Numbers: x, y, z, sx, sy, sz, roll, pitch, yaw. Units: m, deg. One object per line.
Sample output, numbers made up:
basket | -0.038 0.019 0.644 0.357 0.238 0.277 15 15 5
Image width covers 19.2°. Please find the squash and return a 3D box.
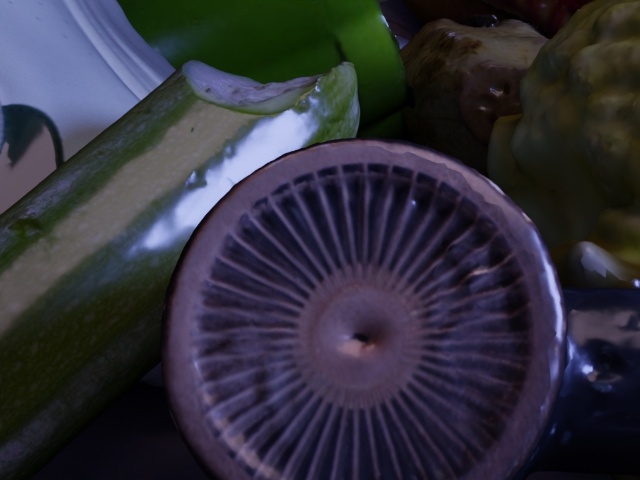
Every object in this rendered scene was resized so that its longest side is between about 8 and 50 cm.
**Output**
squash | -0.069 0.012 0.573 0.069 0.069 0.239 30 55 27

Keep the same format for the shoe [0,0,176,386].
shoe | -0.157 -0.067 0.743 0.160 0.131 0.363 3 33 -39

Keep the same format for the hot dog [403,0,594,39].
hot dog | 0.231 -0.175 1.265 0.405 0.185 0.223 22 19 7

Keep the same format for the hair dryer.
hair dryer | 0.140 0.048 0.550 0.352 0.107 0.189 2 -12 4

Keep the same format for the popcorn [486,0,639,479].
popcorn | 0.191 0.003 0.736 0.270 0.224 0.258 5 29 -20

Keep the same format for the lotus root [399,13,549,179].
lotus root | 0.085 -0.065 0.961 0.110 0.097 0.258 9 8 1

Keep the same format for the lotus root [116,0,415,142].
lotus root | -0.069 -0.092 0.873 0.186 0.186 0.186 17 21 -6

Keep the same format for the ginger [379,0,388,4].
ginger | -0.093 -0.173 1.055 0.267 0.138 0.152 19 15 14
